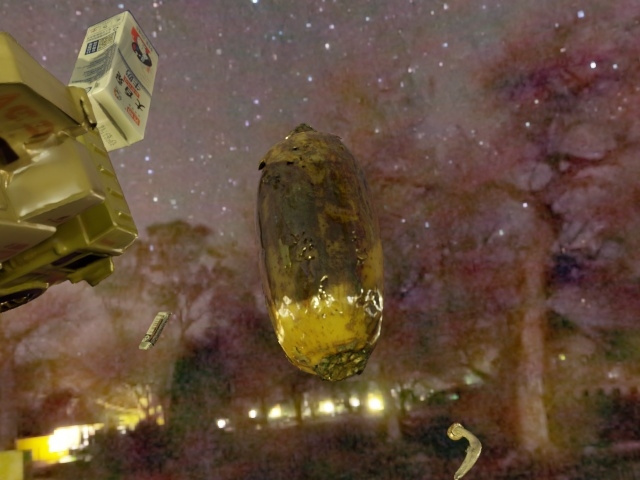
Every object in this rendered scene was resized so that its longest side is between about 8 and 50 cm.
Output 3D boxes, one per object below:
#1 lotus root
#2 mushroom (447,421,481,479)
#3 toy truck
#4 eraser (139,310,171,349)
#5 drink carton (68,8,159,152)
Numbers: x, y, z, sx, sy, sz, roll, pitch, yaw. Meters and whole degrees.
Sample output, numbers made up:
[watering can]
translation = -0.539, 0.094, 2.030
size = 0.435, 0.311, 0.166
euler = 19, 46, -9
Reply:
[lotus root]
translation = 0.000, 0.000, 0.946
size = 0.179, 0.397, 0.196
euler = 0, -34, -17
[mushroom]
translation = 0.316, 0.457, 1.483
size = 0.068, 0.043, 0.306
euler = -53, -4, 6
[toy truck]
translation = -0.295, -0.047, 0.565
size = 0.254, 0.180, 0.405
euler = -20, -6, 0
[eraser]
translation = -0.338, 0.184, 1.390
size = 0.027, 0.099, 0.019
euler = 0, -39, 31
[drink carton]
translation = -0.412, -0.319, 1.348
size = 0.107, 0.315, 0.130
euler = -19, -46, 14
